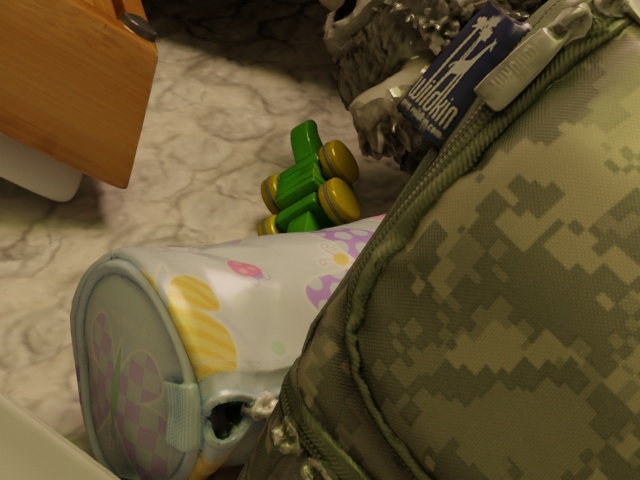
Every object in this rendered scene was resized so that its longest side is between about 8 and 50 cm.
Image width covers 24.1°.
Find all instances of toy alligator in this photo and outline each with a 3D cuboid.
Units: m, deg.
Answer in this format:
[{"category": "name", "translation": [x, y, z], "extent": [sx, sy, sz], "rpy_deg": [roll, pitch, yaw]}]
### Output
[{"category": "toy alligator", "translation": [0.000, 0.000, 0.870], "extent": [0.051, 0.056, 0.189], "rpy_deg": [45, 27, -30]}]

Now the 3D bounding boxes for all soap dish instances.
[{"category": "soap dish", "translation": [-0.220, -0.166, 0.921], "extent": [0.229, 0.118, 0.291], "rpy_deg": [28, 20, -29]}]

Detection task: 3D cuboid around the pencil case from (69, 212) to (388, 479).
[{"category": "pencil case", "translation": [0.016, 0.043, 0.723], "extent": [0.273, 0.113, 0.124], "rpy_deg": [-10, 4, -38]}]

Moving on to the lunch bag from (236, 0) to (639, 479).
[{"category": "lunch bag", "translation": [0.136, 0.088, 0.496], "extent": [0.213, 0.256, 0.305], "rpy_deg": [-13, 50, -48]}]

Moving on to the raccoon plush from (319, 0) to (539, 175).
[{"category": "raccoon plush", "translation": [0.196, -0.158, 0.846], "extent": [0.446, 0.299, 0.216], "rpy_deg": [12, -5, 37]}]

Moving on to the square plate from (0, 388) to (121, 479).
[{"category": "square plate", "translation": [-0.192, 0.164, 0.505], "extent": [0.344, 0.049, 0.347], "rpy_deg": [31, 34, 28]}]
